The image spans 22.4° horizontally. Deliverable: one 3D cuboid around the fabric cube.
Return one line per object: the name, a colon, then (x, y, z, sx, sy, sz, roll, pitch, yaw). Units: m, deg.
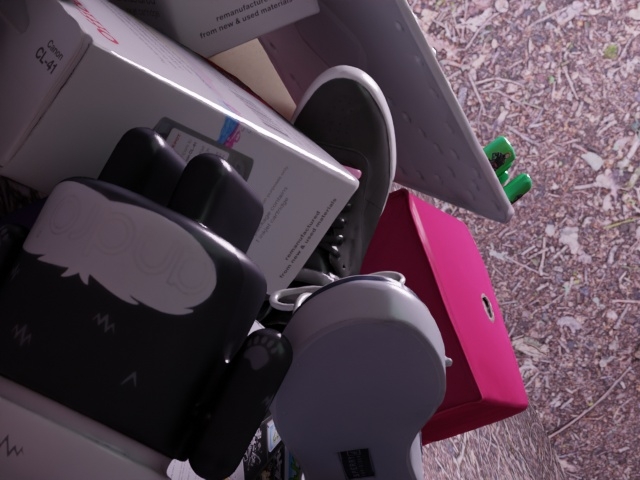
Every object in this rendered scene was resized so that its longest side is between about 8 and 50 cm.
fabric cube: (0.062, 0.113, 1.857, 0.258, 0.259, 0.254, 23, 47, -70)

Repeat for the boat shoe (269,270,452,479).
boat shoe: (0.033, 0.089, 1.260, 0.367, 0.135, 0.156, 78, 7, -59)

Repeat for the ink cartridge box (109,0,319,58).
ink cartridge box: (-0.180, -0.379, 1.535, 0.279, 0.160, 0.385, 19, -50, 58)

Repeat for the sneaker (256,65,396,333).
sneaker: (0.000, 0.000, 1.433, 0.147, 0.104, 0.296, -77, 180, -63)

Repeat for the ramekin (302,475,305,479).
ramekin: (-0.091, 0.164, 1.497, 0.207, 0.109, 0.207, -23, 90, -78)

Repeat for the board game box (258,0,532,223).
board game box: (0.026, -0.220, 1.660, 0.390, 0.050, 0.390, 25, -30, 58)

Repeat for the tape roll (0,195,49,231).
tape roll: (-0.191, 0.049, 1.356, 0.189, 0.080, 0.189, 59, 15, -28)

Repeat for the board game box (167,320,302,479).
board game box: (-0.093, 0.193, 1.270, 0.193, 0.053, 0.305, 45, 42, -40)

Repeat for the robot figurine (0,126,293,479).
robot figurine: (-0.143, 0.066, 1.127, 0.173, 0.278, 0.209, 31, -12, -27)

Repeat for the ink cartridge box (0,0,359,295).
ink cartridge box: (-0.151, -0.099, 1.316, 0.306, 0.131, 0.226, 25, 13, -43)

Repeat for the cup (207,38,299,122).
cup: (-0.009, -0.227, 2.028, 0.331, 0.237, 0.331, 58, 0, 0)
